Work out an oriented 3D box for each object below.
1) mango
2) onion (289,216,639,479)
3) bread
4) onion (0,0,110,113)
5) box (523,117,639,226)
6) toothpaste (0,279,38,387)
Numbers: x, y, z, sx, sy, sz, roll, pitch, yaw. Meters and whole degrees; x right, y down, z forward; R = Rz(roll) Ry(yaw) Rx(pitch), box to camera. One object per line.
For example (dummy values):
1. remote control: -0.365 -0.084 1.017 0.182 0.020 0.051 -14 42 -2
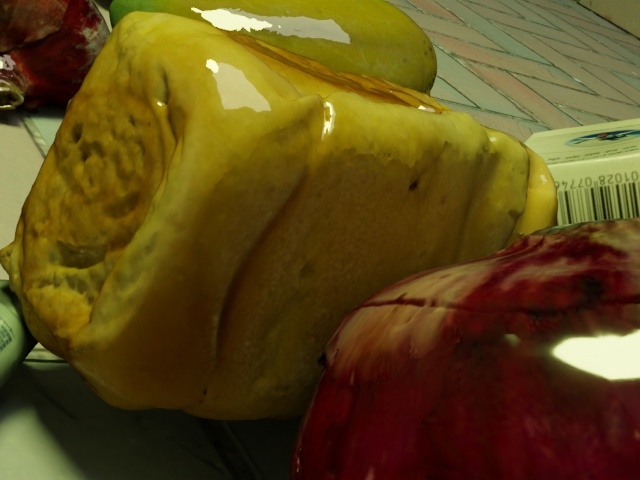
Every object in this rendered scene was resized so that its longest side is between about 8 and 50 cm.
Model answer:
1. mango: -0.030 -0.146 0.843 0.251 0.114 0.156 11 33 -27
2. onion: 0.116 0.099 0.430 0.252 0.219 0.252 -8 -8 -1
3. bread: 0.000 0.000 0.549 0.132 0.167 0.294 28 13 38
4. onion: -0.236 -0.159 0.779 0.205 0.098 0.151 10 24 -33
5. box: 0.251 -0.055 0.968 0.164 0.069 0.256 -7 10 19
6. toothpaste: -0.161 0.074 0.402 0.062 0.039 0.239 13 22 5
